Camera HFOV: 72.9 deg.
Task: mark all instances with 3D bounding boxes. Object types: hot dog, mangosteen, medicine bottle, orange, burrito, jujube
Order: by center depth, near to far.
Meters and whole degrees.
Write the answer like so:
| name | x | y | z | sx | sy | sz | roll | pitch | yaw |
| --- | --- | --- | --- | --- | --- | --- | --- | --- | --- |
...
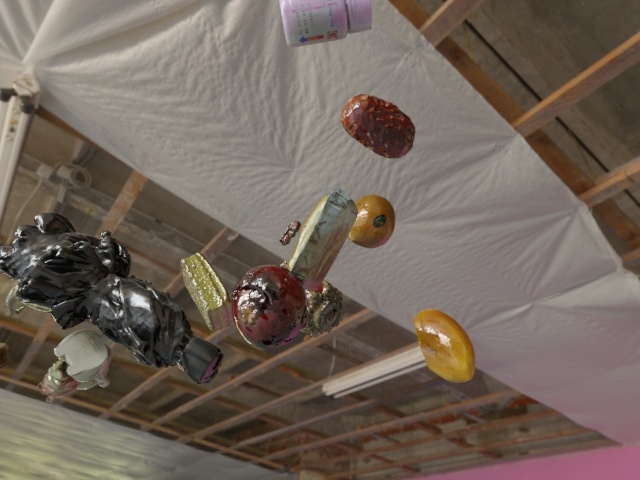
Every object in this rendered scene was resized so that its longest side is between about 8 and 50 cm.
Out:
| name | x | y | z | sx | sy | sz | roll | pitch | yaw |
| --- | --- | --- | --- | --- | --- | --- | --- | --- | --- |
| mangosteen | -0.096 | 0.131 | 0.886 | 0.166 | 0.166 | 0.180 | -5 | -4 | 17 |
| jujube | 0.128 | -0.251 | 0.946 | 0.176 | 0.112 | 0.109 | 24 | -70 | -27 |
| burrito | -0.669 | 0.105 | 1.030 | 0.230 | 0.063 | 0.058 | -30 | -95 | 12 |
| hot dog | 0.000 | 0.000 | 1.055 | 0.082 | 0.270 | 0.163 | 32 | 7 | 27 |
| medicine bottle | 0.015 | -0.662 | 1.266 | 0.255 | 0.151 | 0.152 | -11 | -42 | 2 |
| orange | 0.187 | -0.072 | 1.628 | 0.206 | 0.206 | 0.206 | 6 | -40 | 5 |

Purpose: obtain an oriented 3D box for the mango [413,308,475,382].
| name | x | y | z | sx | sy | sz | roll | pitch | yaw |
| --- | --- | --- | --- | --- | --- | --- | --- | --- | --- |
| mango | 0.372 | 0.317 | 1.310 | 0.154 | 0.252 | 0.126 | -34 | -46 | 3 |

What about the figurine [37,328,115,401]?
| name | x | y | z | sx | sy | sz | roll | pitch | yaw |
| --- | --- | --- | --- | --- | --- | --- | --- | --- | --- |
| figurine | -0.365 | 0.187 | 0.645 | 0.098 | 0.081 | 0.146 | -4 | -30 | -36 |

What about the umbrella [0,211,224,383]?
| name | x | y | z | sx | sy | sz | roll | pitch | yaw |
| --- | --- | --- | --- | --- | --- | --- | --- | --- | --- |
| umbrella | -0.289 | 0.086 | 0.596 | 0.337 | 0.154 | 0.128 | 36 | -66 | 15 |

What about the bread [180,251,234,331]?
| name | x | y | z | sx | sy | sz | roll | pitch | yaw |
| --- | --- | --- | --- | --- | --- | --- | --- | --- | --- |
| bread | -0.379 | 0.175 | 1.479 | 0.111 | 0.234 | 0.184 | -25 | -28 | -23 |

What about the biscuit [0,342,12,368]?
| name | x | y | z | sx | sy | sz | roll | pitch | yaw |
| --- | --- | --- | --- | --- | --- | --- | --- | --- | --- |
| biscuit | -0.553 | 0.184 | 0.530 | 0.258 | 0.273 | 0.049 | -4 | -83 | 19 |

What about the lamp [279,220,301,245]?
| name | x | y | z | sx | sy | sz | roll | pitch | yaw |
| --- | --- | --- | --- | --- | --- | --- | --- | --- | --- |
| lamp | -0.080 | -0.025 | 1.193 | 0.031 | 0.063 | 0.083 | 26 | -29 | -20 |

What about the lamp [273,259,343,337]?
| name | x | y | z | sx | sy | sz | roll | pitch | yaw |
| --- | --- | --- | --- | --- | --- | --- | --- | --- | --- |
| lamp | -0.058 | 0.170 | 1.287 | 0.274 | 0.177 | 0.177 | 27 | -25 | 41 |
